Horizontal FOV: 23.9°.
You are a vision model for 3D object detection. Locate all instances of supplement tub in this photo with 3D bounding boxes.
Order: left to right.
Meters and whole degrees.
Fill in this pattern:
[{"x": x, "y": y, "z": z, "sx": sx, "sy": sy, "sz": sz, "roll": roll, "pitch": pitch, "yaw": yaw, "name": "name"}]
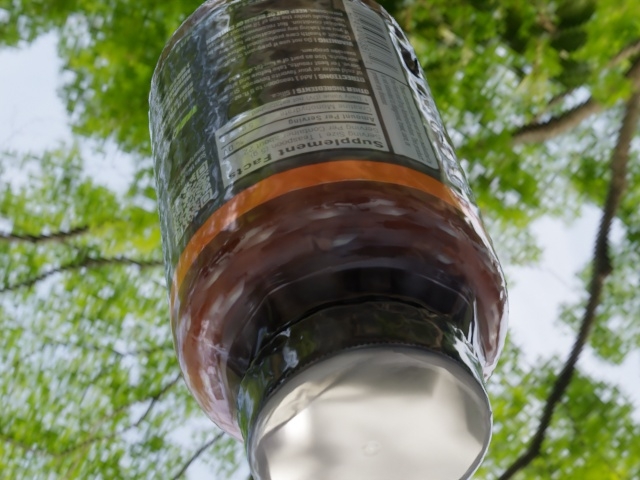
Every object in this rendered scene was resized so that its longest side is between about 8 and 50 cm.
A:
[{"x": 0.000, "y": 0.000, "z": 0.495, "sx": 0.106, "sy": 0.106, "sz": 0.198, "roll": 10, "pitch": -146, "yaw": -17, "name": "supplement tub"}]
